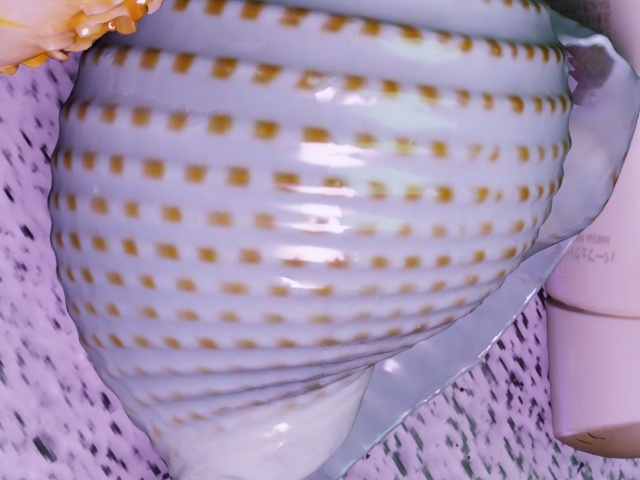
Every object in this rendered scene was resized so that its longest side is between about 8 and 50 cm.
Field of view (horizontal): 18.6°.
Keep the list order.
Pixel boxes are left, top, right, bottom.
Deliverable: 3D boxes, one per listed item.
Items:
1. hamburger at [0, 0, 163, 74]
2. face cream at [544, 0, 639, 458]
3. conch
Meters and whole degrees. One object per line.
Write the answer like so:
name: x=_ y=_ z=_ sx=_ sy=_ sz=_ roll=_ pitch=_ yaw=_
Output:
hamburger: x=-0.145 y=-0.234 z=0.743 sx=0.250 sy=0.330 sz=0.330 roll=26 pitch=78 yaw=-47
face cream: x=0.161 y=-0.052 z=1.041 sx=0.081 sy=0.173 sz=0.348 roll=-4 pitch=94 yaw=-10
conch: x=-0.009 y=-0.014 z=0.905 sx=0.319 sy=0.215 sz=0.303 roll=-50 pitch=159 yaw=21
